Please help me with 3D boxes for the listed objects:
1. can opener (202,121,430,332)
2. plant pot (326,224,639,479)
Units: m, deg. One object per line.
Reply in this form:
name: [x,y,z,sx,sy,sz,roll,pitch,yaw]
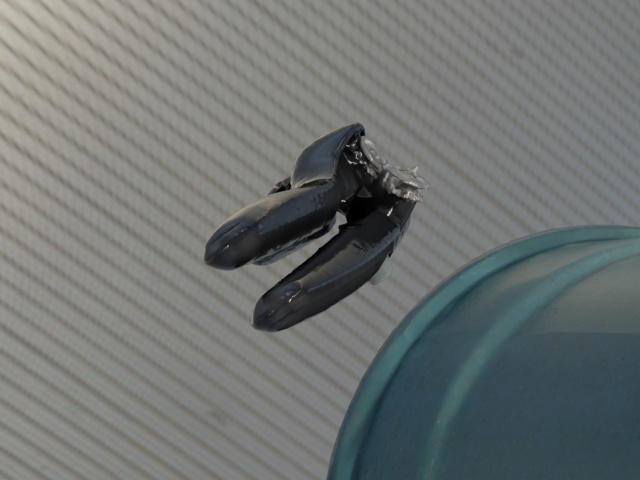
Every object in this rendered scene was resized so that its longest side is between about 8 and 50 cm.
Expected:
can opener: [0.000,0.000,0.533,0.059,0.186,0.073,42,104,-2]
plant pot: [0.210,0.137,0.604,0.341,0.334,0.341,3,81,-17]
